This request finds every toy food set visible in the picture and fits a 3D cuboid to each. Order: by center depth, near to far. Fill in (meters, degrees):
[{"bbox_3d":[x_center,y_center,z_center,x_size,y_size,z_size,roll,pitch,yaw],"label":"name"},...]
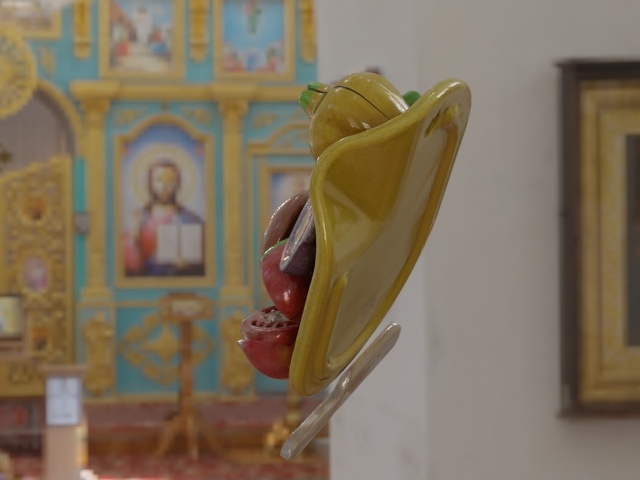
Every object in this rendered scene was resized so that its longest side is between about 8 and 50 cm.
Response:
[{"bbox_3d":[0.000,0.000,0.726,0.071,0.218,0.128,31,49,15],"label":"toy food set"}]
